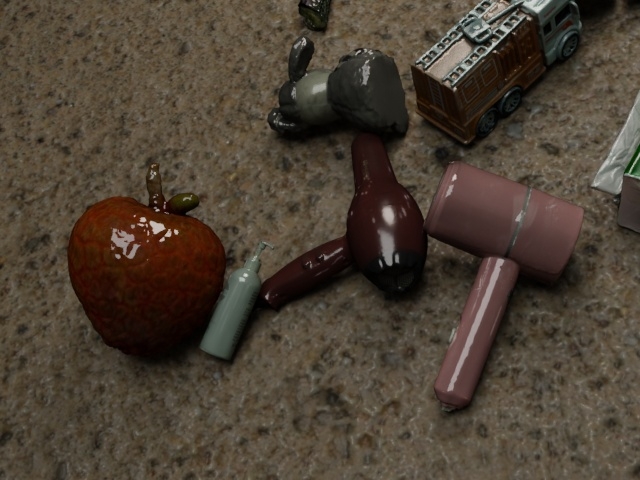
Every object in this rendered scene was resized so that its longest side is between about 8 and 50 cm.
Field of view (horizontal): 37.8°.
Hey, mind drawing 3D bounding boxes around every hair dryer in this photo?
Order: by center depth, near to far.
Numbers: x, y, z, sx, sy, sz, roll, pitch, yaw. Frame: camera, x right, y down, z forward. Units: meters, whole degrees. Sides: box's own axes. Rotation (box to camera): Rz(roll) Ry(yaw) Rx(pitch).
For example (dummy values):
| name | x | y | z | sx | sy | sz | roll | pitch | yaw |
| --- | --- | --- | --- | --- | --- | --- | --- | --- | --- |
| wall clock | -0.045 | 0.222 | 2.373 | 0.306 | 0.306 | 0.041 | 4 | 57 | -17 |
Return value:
| name | x | y | z | sx | sy | sz | roll | pitch | yaw |
| --- | --- | --- | --- | --- | --- | --- | --- | --- | --- |
| hair dryer | 0.223 | 0.075 | 1.358 | 0.210 | 0.125 | 0.352 | 22 | 80 | 5 |
| hair dryer | 0.000 | 0.000 | 1.523 | 0.340 | 0.123 | 0.312 | -29 | 44 | 13 |

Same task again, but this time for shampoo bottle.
| name | x | y | z | sx | sy | sz | roll | pitch | yaw |
| --- | --- | --- | --- | --- | --- | --- | --- | --- | --- |
| shampoo bottle | -0.129 | 0.091 | 1.482 | 0.056 | 0.056 | 0.195 | 22 | 88 | 28 |

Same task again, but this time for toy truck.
| name | x | y | z | sx | sy | sz | roll | pitch | yaw |
| --- | --- | --- | --- | --- | --- | --- | --- | --- | --- |
| toy truck | 0.295 | -0.322 | 1.565 | 0.305 | 0.162 | 0.136 | -43 | 56 | -10 |

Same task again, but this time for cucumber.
| name | x | y | z | sx | sy | sz | roll | pitch | yaw |
| --- | --- | --- | --- | --- | --- | --- | --- | --- | --- |
| cucumber | 0.005 | -0.522 | 1.847 | 0.067 | 0.067 | 0.245 | 2 | 58 | 19 |

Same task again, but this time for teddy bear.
| name | x | y | z | sx | sy | sz | roll | pitch | yaw |
| --- | --- | --- | --- | --- | --- | --- | --- | --- | --- |
| teddy bear | 0.026 | -0.274 | 1.632 | 0.251 | 0.171 | 0.144 | 10 | 31 | 28 |

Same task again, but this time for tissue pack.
| name | x | y | z | sx | sy | sz | roll | pitch | yaw |
| --- | --- | --- | --- | --- | --- | --- | --- | --- | --- |
| tissue pack | 0.510 | -0.130 | 1.384 | 0.156 | 0.148 | 0.209 | 25 | 71 | 28 |

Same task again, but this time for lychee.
| name | x | y | z | sx | sy | sz | roll | pitch | yaw |
| --- | --- | --- | --- | --- | --- | --- | --- | --- | --- |
| lychee | -0.277 | 0.032 | 1.497 | 0.255 | 0.255 | 0.300 | 12 | 74 | 24 |
